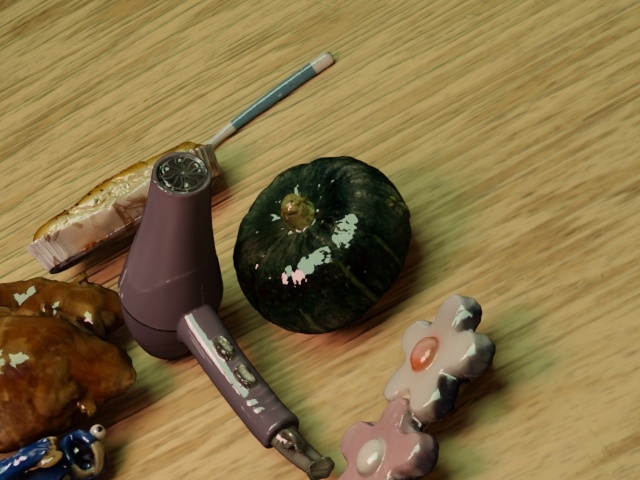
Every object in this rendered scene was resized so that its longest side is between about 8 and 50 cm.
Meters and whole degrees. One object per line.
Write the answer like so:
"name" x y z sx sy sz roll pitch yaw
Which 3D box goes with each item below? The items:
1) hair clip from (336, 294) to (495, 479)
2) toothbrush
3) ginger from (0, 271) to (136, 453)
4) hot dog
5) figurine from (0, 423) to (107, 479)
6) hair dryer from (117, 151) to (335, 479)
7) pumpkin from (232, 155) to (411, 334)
"hair clip" 0.095 0.174 1.459 0.257 0.075 0.146 -54 33 -11
"toothbrush" -0.098 -0.164 1.883 0.275 0.019 0.025 -36 37 4
"ginger" -0.371 0.145 1.714 0.357 0.152 0.274 5 25 46
"hot dog" -0.247 -0.045 1.816 0.268 0.075 0.144 -31 2 -4
"figurine" -0.323 0.315 1.589 0.262 0.121 0.164 -38 78 -25
"hair dryer" -0.091 0.105 1.540 0.121 0.301 0.361 -27 62 -27
"pumpkin" -0.001 0.002 1.596 0.211 0.152 0.212 -28 46 33
